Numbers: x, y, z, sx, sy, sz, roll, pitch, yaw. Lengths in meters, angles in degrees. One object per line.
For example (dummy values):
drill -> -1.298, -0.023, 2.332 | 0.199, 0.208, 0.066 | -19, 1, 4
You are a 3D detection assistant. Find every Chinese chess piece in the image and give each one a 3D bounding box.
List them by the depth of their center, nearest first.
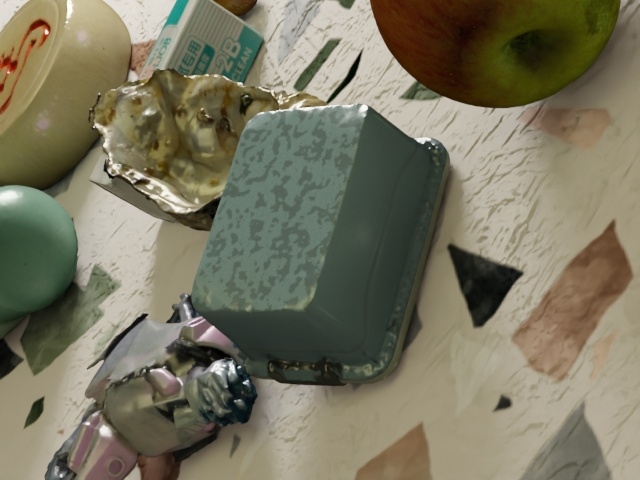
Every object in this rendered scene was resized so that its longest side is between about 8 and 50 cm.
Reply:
Chinese chess piece -> -0.348, -0.189, 1.983 | 0.273, 0.102, 0.273 | -36, 39, 36

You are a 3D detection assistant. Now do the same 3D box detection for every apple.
apple -> 0.135, -0.194, 1.209 | 0.196, 0.196, 0.196 | -35, 39, 35

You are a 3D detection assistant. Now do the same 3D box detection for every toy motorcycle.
toy motorcycle -> -0.135, 0.142, 1.398 | 0.204, 0.108, 0.239 | 12, 76, 58

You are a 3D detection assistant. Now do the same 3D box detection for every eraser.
eraser -> -0.148, -0.140, 1.660 | 0.052, 0.095, 0.225 | 15, 77, 54

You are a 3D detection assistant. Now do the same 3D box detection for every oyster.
oyster -> -0.110, -0.101, 1.537 | 0.294, 0.094, 0.166 | 32, 96, 43

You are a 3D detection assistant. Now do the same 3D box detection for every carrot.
carrot -> -0.128, -0.255, 1.782 | 0.191, 0.047, 0.047 | -19, 50, 55

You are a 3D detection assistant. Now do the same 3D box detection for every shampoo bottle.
shampoo bottle -> -0.411, 0.039, 1.844 | 0.349, 0.151, 0.222 | -19, 48, 47

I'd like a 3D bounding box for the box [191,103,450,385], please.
box -> 0.000, 0.000, 1.299 | 0.162, 0.130, 0.227 | -1, 64, 38
